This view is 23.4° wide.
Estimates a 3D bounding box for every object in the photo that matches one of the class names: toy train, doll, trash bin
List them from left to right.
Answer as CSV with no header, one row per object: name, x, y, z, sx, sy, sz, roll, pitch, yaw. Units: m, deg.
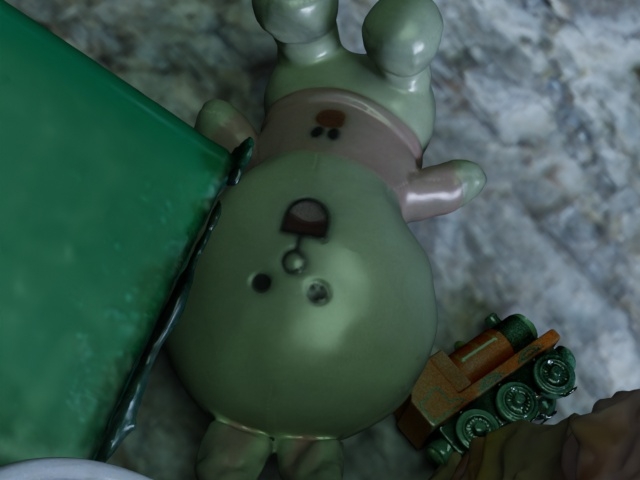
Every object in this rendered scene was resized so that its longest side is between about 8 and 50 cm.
trash bin,-0.253,-0.012,0.621,0.381,0.259,0.295,28,66,-10
doll,0.001,0.001,0.777,0.155,0.113,0.275,8,74,4
toy train,0.086,0.077,0.811,0.103,0.044,0.064,-31,69,-26

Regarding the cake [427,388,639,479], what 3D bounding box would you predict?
cake,0.153,0.241,0.628,0.293,0.307,0.314,21,66,-11

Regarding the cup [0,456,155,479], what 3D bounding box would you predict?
cup,-0.156,0.241,0.514,0.212,0.317,0.212,40,28,-26
